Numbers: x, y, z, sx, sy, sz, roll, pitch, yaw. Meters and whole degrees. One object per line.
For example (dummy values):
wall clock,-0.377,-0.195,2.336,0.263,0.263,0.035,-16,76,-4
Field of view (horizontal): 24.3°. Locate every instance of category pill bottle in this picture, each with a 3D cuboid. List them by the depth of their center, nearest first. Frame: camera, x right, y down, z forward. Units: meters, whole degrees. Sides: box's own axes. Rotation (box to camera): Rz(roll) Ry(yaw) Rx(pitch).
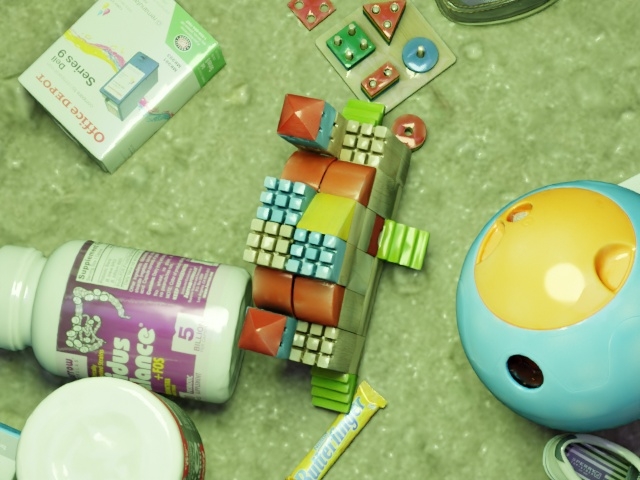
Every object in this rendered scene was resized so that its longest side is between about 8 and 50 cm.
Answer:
pill bottle,-0.223,0.252,1.670,0.176,0.318,0.176,0,80,2
pill bottle,-0.242,0.090,1.776,0.301,0.169,0.169,9,80,4

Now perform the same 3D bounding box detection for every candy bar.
candy bar,0.018,0.246,1.816,0.040,0.018,0.161,39,82,8

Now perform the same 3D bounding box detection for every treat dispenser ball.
treat dispenser ball,0.299,0.074,1.700,0.288,0.288,0.288,0,80,2

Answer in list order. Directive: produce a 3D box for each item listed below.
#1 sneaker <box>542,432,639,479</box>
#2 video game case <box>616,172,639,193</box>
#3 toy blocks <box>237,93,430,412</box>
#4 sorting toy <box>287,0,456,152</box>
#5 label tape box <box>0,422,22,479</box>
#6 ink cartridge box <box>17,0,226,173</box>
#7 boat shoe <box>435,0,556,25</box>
sneaker,0.383,0.307,1.753,0.258,0.091,0.094,23,82,7
video game case,0.452,-0.031,1.850,0.157,0.019,0.143,-27,80,-3
toy blocks,0.000,0.000,1.716,0.190,0.261,0.381,13,86,17
sorting toy,0.077,-0.253,1.890,0.132,0.046,0.274,-36,80,-5
label tape box,-0.517,0.350,1.768,0.249,0.115,0.348,22,80,6
ink cartridge box,-0.249,-0.213,1.871,0.212,0.093,0.154,-45,82,-4
boat shoe,0.305,-0.383,1.862,0.355,0.130,0.132,-25,80,-3
